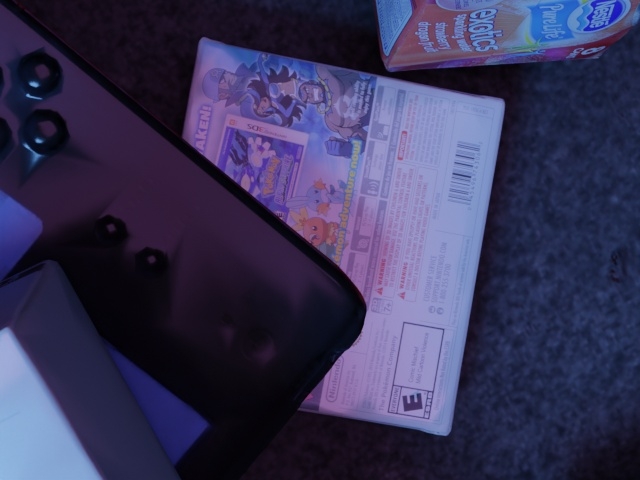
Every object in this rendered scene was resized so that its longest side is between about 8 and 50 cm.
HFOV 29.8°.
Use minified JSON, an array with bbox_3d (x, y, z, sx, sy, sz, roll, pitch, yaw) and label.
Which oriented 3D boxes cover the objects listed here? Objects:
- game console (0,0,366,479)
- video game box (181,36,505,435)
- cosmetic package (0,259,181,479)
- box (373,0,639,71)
[{"bbox_3d":[-0.218,0.075,0.638,0.342,0.060,0.386,40,93,-6],"label":"game console"},{"bbox_3d":[0.000,0.000,0.713,0.187,0.048,0.205,11,86,-10],"label":"video game box"},{"bbox_3d":[-0.134,0.228,0.573,0.217,0.156,0.385,-29,103,0],"label":"cosmetic package"},{"bbox_3d":[0.097,-0.260,0.668,0.142,0.154,0.300,-5,79,-10],"label":"box"}]
